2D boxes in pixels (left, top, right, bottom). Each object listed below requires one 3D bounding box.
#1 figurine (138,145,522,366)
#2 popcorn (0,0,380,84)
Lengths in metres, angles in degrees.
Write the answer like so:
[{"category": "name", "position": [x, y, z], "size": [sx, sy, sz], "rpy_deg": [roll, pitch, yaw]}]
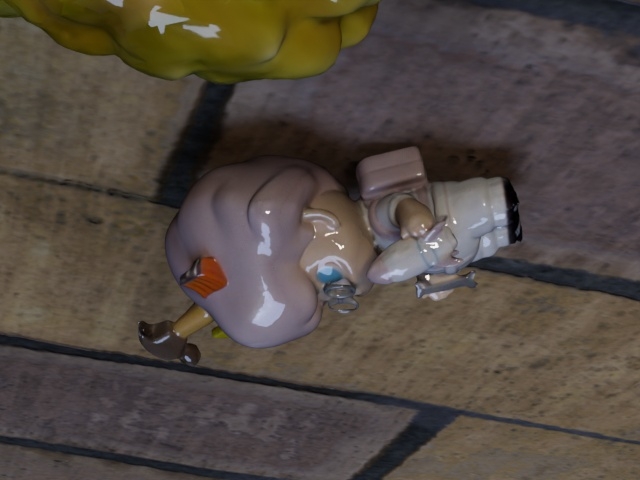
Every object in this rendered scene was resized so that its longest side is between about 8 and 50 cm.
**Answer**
[{"category": "figurine", "position": [0.000, 0.000, 0.962], "size": [0.229, 0.112, 0.137], "rpy_deg": [-11, 164, 7]}, {"category": "popcorn", "position": [-0.071, -0.140, 0.504], "size": [0.226, 0.200, 0.203], "rpy_deg": [20, 141, -35]}]
